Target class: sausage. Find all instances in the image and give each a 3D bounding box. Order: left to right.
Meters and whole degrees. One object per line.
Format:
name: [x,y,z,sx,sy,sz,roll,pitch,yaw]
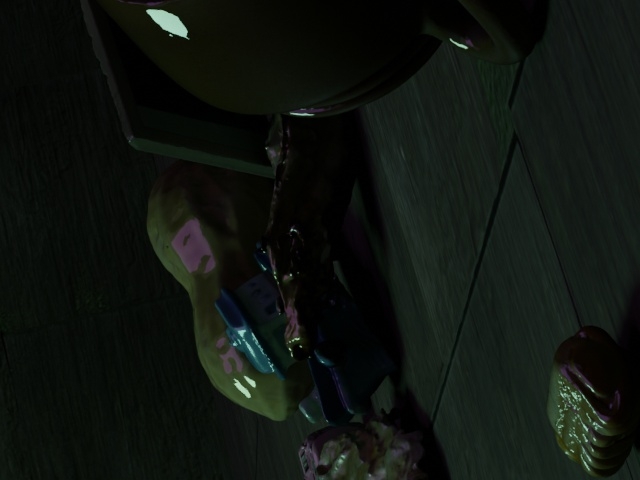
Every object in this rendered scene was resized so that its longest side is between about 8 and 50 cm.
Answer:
sausage: [0.000,0.000,1.635,0.116,0.026,0.026,-145,43,-77]

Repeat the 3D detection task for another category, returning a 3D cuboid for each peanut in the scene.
peanut: [-0.076,0.034,1.833,0.149,0.149,0.313,90,166,-55]

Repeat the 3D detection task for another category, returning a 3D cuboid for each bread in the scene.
bread: [0.123,0.073,0.864,0.049,0.034,0.088,57,166,29]

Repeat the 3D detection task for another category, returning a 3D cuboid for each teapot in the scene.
teapot: [0.003,-0.139,0.963,0.268,0.185,0.175,27,171,44]

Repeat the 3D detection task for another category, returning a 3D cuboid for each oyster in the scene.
oyster: [-0.018,-0.079,1.466,0.128,0.079,0.345,114,151,-71]
oyster: [0.044,0.186,1.451,0.209,0.072,0.132,-130,26,-69]

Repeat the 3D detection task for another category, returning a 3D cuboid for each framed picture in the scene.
framed picture: [-0.111,-0.166,1.585,0.019,0.209,0.281,-45,53,32]

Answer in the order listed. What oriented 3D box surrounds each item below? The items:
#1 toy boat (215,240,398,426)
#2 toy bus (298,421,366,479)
toy boat: [-0.014,0.079,1.528,0.109,0.098,0.238,61,174,-28]
toy bus: [0.035,0.255,1.642,0.090,0.063,0.203,112,143,-70]
